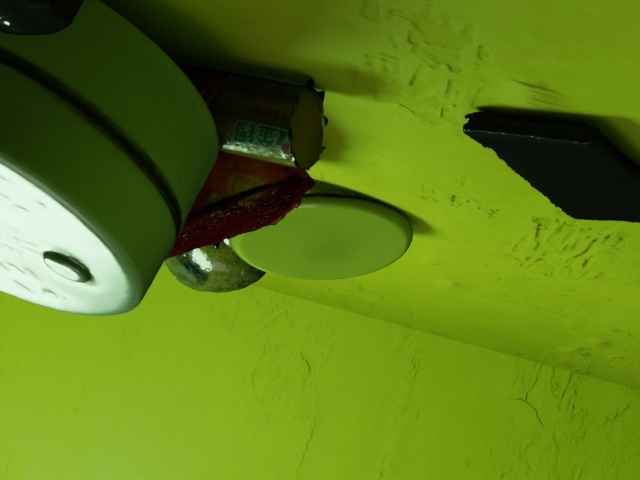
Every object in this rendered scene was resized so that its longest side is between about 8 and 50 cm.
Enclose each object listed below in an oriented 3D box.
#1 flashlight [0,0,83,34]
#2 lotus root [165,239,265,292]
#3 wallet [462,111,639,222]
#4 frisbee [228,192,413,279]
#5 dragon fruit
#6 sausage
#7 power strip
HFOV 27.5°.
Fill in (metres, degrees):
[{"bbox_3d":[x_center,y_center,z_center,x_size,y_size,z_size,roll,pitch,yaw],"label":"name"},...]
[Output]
[{"bbox_3d":[-0.238,-0.224,0.663,0.103,0.103,0.424,13,170,19],"label":"flashlight"},{"bbox_3d":[-0.133,-0.003,1.808,0.154,0.154,0.278,19,163,-24],"label":"lotus root"},{"bbox_3d":[0.226,-0.057,1.119,0.124,0.025,0.244,10,169,36],"label":"wallet"},{"bbox_3d":[0.000,0.000,1.661,0.236,0.017,0.236,-1,154,0],"label":"frisbee"},{"bbox_3d":[-0.130,-0.059,1.346,0.189,0.163,0.262,38,-144,24],"label":"dragon fruit"},{"bbox_3d":[-0.171,-0.136,1.191,0.372,0.082,0.082,13,172,24],"label":"sausage"},{"bbox_3d":[-0.276,-0.088,1.093,0.358,0.161,0.357,21,157,10],"label":"power strip"}]
